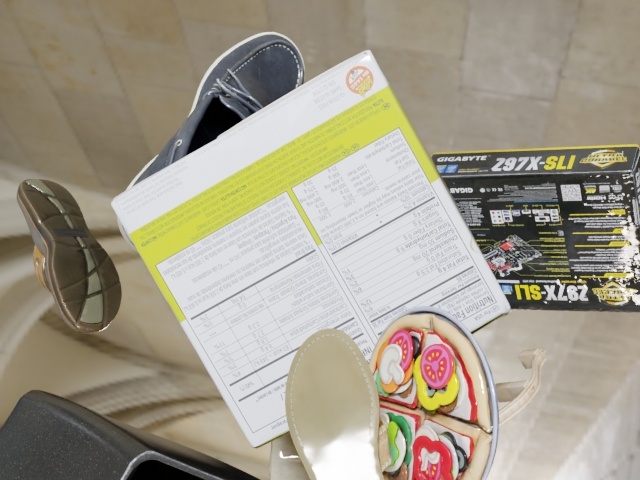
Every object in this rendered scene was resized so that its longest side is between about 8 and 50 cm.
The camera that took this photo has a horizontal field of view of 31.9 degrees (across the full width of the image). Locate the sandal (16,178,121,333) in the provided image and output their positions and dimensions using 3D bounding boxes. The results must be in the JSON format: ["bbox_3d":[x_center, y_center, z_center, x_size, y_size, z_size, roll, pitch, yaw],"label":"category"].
[{"bbox_3d":[-0.288,0.022,1.240,0.090,0.219,0.060,3,-46,-48],"label":"sandal"}]

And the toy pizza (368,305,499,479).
[{"bbox_3d":[0.094,0.163,1.072,0.201,0.032,0.201,-3,86,57],"label":"toy pizza"}]

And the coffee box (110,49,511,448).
[{"bbox_3d":[0.000,0.000,1.386,0.334,0.338,0.337,60,-173,-4],"label":"coffee box"}]

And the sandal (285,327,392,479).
[{"bbox_3d":[0.027,0.205,1.034,0.079,0.088,0.240,72,-178,-62],"label":"sandal"}]

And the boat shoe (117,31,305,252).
[{"bbox_3d":[-0.136,-0.167,1.787,0.187,0.156,0.500,50,-132,-20],"label":"boat shoe"}]

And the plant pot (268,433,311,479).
[{"bbox_3d":[0.074,0.343,1.713,0.334,0.305,0.334,-178,90,-88],"label":"plant pot"}]

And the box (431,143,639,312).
[{"bbox_3d":[0.333,-0.014,1.700,0.079,0.322,0.257,-60,-40,-46],"label":"box"}]

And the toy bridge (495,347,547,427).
[{"bbox_3d":[0.266,0.207,1.534,0.188,0.063,0.026,-43,-72,-39],"label":"toy bridge"}]

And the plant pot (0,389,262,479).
[{"bbox_3d":[-0.143,0.202,0.736,0.187,0.167,0.188,34,-93,-45],"label":"plant pot"}]
